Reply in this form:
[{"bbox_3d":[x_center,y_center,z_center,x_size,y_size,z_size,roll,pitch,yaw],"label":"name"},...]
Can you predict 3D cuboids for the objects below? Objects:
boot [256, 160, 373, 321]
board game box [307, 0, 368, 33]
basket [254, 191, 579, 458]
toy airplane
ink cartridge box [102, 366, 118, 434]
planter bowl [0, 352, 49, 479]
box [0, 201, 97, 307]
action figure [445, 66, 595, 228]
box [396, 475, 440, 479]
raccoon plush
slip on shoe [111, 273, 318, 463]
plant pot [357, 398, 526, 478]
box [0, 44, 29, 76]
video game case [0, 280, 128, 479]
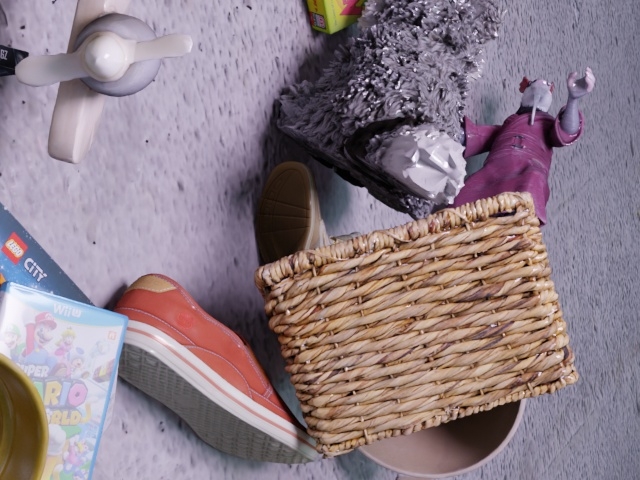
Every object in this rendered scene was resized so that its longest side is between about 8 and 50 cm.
[{"bbox_3d":[0.000,0.000,1.260,0.165,0.077,0.213,-18,111,-54],"label":"boot"},{"bbox_3d":[0.064,-0.347,1.324,0.181,0.043,0.092,-30,126,-25],"label":"board game box"},{"bbox_3d":[0.100,0.065,1.113,0.213,0.299,0.223,-87,159,-77],"label":"basket"},{"bbox_3d":[-0.136,-0.302,0.784,0.384,0.272,0.386,-58,155,-35],"label":"toy airplane"},{"bbox_3d":[-0.219,0.155,0.952,0.063,0.029,0.115,-56,168,-45],"label":"ink cartridge box"},{"bbox_3d":[-0.318,0.147,0.741,0.217,0.090,0.217,-16,120,-30],"label":"planter bowl"},{"bbox_3d":[-0.299,0.050,0.844,0.233,0.044,0.159,57,45,-38],"label":"box"},{"bbox_3d":[0.320,-0.109,1.591,0.276,0.248,0.370,57,48,-39],"label":"action figure"},{"bbox_3d":[0.139,0.493,1.388,0.121,0.148,0.311,56,44,-37],"label":"box"},{"bbox_3d":[0.145,-0.185,1.174,0.216,0.446,0.299,35,89,-28],"label":"raccoon plush"},{"bbox_3d":[-0.100,0.149,1.078,0.331,0.123,0.101,47,48,-39],"label":"slip on shoe"},{"bbox_3d":[0.161,0.146,1.380,0.274,0.256,0.257,-36,120,-70],"label":"plant pot"},{"bbox_3d":[-0.291,-0.148,0.829,0.067,0.083,0.018,7,84,-57],"label":"box"},{"bbox_3d":[-0.233,0.130,0.858,0.119,0.015,0.166,22,72,-37],"label":"video game case"}]
